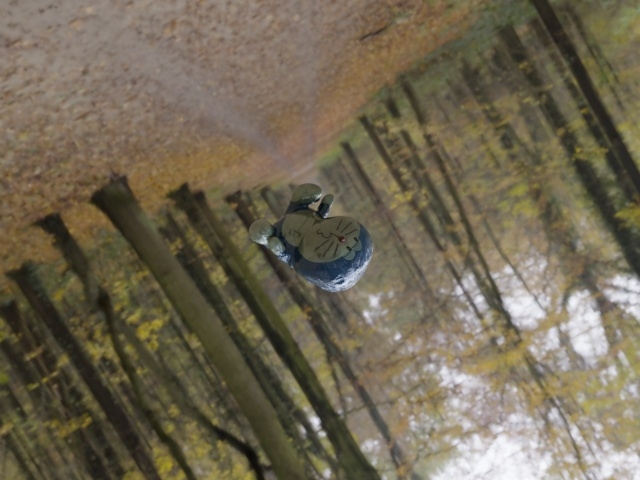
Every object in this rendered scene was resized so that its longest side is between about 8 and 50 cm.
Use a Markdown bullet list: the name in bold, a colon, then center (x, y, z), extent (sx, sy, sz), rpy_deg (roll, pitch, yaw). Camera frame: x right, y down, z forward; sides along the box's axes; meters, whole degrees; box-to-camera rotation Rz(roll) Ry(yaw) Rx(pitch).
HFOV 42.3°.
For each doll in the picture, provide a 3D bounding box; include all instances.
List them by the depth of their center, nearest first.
- **doll**: center (0.000, 0.000, 0.615), extent (0.076, 0.083, 0.050), rpy_deg (-48, 156, -30)
